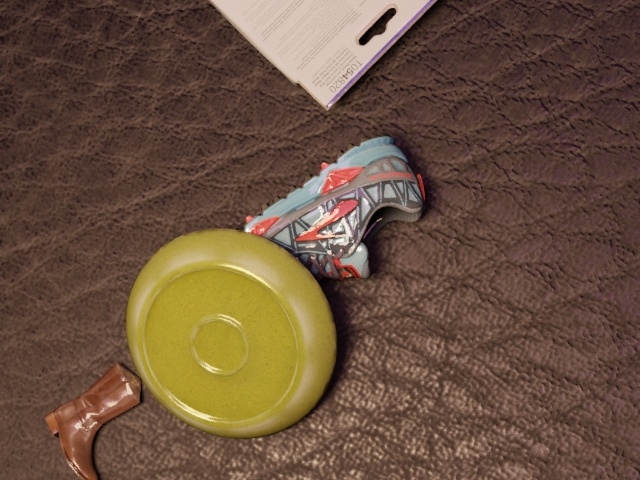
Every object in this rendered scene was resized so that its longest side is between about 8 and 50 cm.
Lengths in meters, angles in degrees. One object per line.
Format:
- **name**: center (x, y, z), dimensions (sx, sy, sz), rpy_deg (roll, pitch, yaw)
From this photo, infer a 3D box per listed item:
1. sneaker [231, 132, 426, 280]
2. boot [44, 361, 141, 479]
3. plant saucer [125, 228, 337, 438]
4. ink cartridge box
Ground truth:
- **sneaker**: center (0.000, 0.000, 1.385), dimensions (0.262, 0.104, 0.125), rpy_deg (-38, 76, 3)
- **boot**: center (-0.239, 0.206, 1.431), dimensions (0.114, 0.037, 0.106), rpy_deg (-34, 76, -1)
- **plant saucer**: center (-0.103, 0.107, 1.365), dimensions (0.240, 0.037, 0.241), rpy_deg (4, 106, 14)
- **ink cartridge box**: center (0.012, -0.293, 1.470), dimensions (0.223, 0.045, 0.224), rpy_deg (-44, 75, 1)
